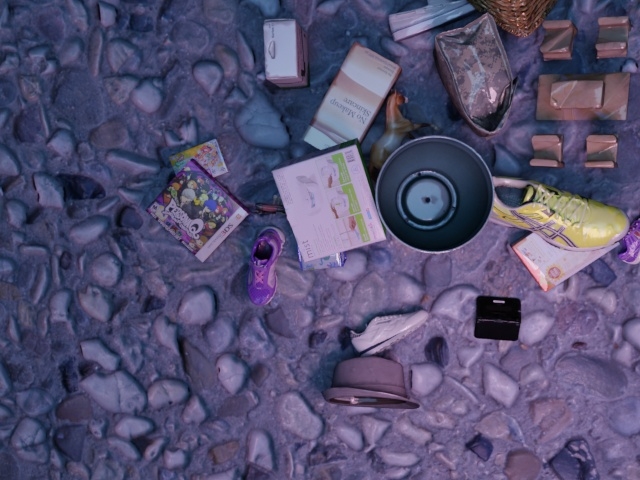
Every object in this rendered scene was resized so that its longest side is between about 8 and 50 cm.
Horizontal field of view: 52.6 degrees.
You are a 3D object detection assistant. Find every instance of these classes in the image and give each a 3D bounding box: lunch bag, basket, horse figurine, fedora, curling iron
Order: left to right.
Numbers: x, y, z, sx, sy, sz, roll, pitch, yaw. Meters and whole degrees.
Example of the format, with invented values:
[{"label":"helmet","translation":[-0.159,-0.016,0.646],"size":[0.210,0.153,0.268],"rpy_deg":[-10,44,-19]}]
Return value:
[{"label":"curling iron","translation":[-0.057,-0.091,1.847],"size":[0.274,0.068,0.035],"rpy_deg":[0,99,-4]},{"label":"lunch bag","translation":[0.000,0.000,1.843],"size":[0.129,0.096,0.151],"rpy_deg":[-7,105,10]},{"label":"fedora","translation":[0.143,0.399,1.829],"size":[0.276,0.243,0.124],"rpy_deg":[-3,67,18]},{"label":"horse figurine","translation":[0.202,-0.257,1.757],"size":[0.175,0.066,0.263],"rpy_deg":[18,112,-33]},{"label":"lunch bag","translation":[0.407,-0.401,1.661],"size":[0.169,0.235,0.286],"rpy_deg":[-20,93,11]},{"label":"basket","translation":[0.498,-0.705,1.643],"size":[0.214,0.223,0.299],"rpy_deg":[31,81,36]}]

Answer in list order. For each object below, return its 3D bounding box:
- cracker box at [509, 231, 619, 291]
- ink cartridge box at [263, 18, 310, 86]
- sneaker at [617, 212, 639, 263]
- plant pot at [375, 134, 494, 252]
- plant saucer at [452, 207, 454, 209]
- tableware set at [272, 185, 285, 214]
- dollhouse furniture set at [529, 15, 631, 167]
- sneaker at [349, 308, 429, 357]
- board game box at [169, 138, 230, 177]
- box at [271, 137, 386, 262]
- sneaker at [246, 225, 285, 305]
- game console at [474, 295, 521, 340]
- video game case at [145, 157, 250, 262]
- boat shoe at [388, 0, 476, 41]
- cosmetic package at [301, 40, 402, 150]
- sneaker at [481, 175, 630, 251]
[{"label":"cracker box","translation":[0.658,0.010,1.757],"size":[0.232,0.067,0.155],"rpy_deg":[-36,89,12]},{"label":"ink cartridge box","translation":[-0.087,-0.496,1.740],"size":[0.087,0.208,0.152],"rpy_deg":[-1,97,9]},{"label":"sneaker","translation":[0.841,-0.021,1.727],"size":[0.071,0.068,0.169],"rpy_deg":[17,100,12]},{"label":"plant pot","translation":[0.287,-0.111,1.695],"size":[0.294,0.196,0.292],"rpy_deg":[0,88,3]},{"label":"plant saucer","translation":[0.353,-0.035,1.822],"size":[0.120,0.021,0.119],"rpy_deg":[1,96,9]},{"label":"tableware set","translation":[-0.080,-0.142,1.875],"size":[0.104,0.024,0.154],"rpy_deg":[19,99,6]},{"label":"dollhouse furniture set","translation":[0.766,-0.363,1.658],"size":[0.395,0.257,0.361],"rpy_deg":[6,97,29]},{"label":"sneaker","translation":[0.197,0.248,1.852],"size":[0.235,0.090,0.094],"rpy_deg":[-29,72,6]},{"label":"board game box","translation":[-0.355,-0.224,1.905],"size":[0.154,0.026,0.103],"rpy_deg":[-20,94,10]},{"label":"box","translation":[0.026,-0.104,1.698],"size":[0.231,0.126,0.261],"rpy_deg":[-17,105,11]},{"label":"sneaker","translation":[-0.170,0.078,1.874],"size":[0.095,0.104,0.236],"rpy_deg":[12,99,6]},{"label":"game console","translation":[0.500,0.221,1.834],"size":[0.122,0.071,0.107],"rpy_deg":[3,67,8]},{"label":"video game case","translation":[-0.359,-0.086,1.898],"size":[0.232,0.042,0.210],"rpy_deg":[44,103,-6]},{"label":"boat shoe","translation":[0.307,-0.611,1.724],"size":[0.258,0.095,0.084],"rpy_deg":[-17,98,9]},{"label":"cosmetic package","translation":[0.086,-0.369,1.769],"size":[0.153,0.129,0.296],"rpy_deg":[29,100,2]},{"label":"sneaker","translation":[0.584,-0.072,1.661],"size":[0.385,0.147,0.145],"rpy_deg":[14,79,24]}]
